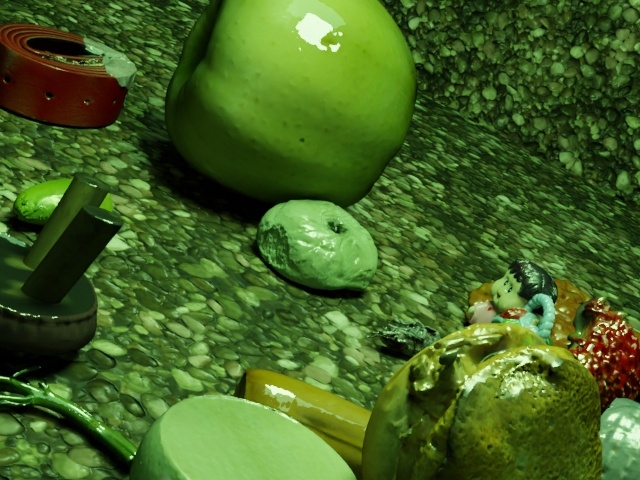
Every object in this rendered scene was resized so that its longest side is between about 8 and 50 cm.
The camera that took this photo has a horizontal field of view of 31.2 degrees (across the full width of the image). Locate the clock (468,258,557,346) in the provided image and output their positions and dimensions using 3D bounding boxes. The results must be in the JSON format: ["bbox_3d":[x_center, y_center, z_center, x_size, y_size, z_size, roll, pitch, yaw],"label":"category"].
[{"bbox_3d":[0.316,0.141,1.859,0.100,0.195,0.194,22,19,-20],"label":"clock"}]

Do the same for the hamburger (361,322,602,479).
[{"bbox_3d":[0.178,0.240,1.268,0.290,0.314,0.170,-20,24,-35],"label":"hamburger"}]

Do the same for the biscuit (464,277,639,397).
[{"bbox_3d":[0.445,0.175,2.053,0.318,0.110,0.312,6,26,-44],"label":"biscuit"}]

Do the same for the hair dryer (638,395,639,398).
[{"bbox_3d":[0.632,0.293,2.098,0.124,0.038,0.063,24,19,-22],"label":"hair dryer"}]

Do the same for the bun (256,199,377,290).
[{"bbox_3d":[0.002,0.000,1.949,0.221,0.108,0.221,22,20,-9],"label":"bun"}]

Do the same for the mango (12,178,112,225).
[{"bbox_3d":[-0.374,-0.052,1.679,0.091,0.074,0.165,41,25,31],"label":"mango"}]

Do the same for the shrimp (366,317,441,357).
[{"bbox_3d":[0.135,0.153,1.815,0.165,0.056,0.065,22,34,-38],"label":"shrimp"}]

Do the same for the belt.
[{"bbox_3d":[-0.481,-0.310,2.128,0.227,0.115,0.324,36,22,22],"label":"belt"}]

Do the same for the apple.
[{"bbox_3d":[-0.046,-0.271,2.075,0.474,0.473,0.473,23,20,-9],"label":"apple"}]

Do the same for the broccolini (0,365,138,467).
[{"bbox_3d":[-0.316,0.180,1.217,0.271,0.062,0.123,27,26,-3],"label":"broccolini"}]

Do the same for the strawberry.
[{"bbox_3d":[0.393,0.232,1.687,0.138,0.233,0.306,26,27,8],"label":"strawberry"}]

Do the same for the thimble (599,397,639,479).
[{"bbox_3d":[0.429,0.323,1.529,0.172,0.205,0.236,33,18,23],"label":"thimble"}]

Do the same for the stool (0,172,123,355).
[{"bbox_3d":[-0.369,0.002,1.363,0.272,0.178,0.272,24,11,-5],"label":"stool"}]

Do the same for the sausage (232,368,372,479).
[{"bbox_3d":[0.042,0.252,1.389,0.328,0.112,0.112,24,20,-8],"label":"sausage"}]

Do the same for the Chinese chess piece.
[{"bbox_3d":[-0.078,0.269,1.204,0.250,0.101,0.250,23,20,-9],"label":"Chinese chess piece"}]
